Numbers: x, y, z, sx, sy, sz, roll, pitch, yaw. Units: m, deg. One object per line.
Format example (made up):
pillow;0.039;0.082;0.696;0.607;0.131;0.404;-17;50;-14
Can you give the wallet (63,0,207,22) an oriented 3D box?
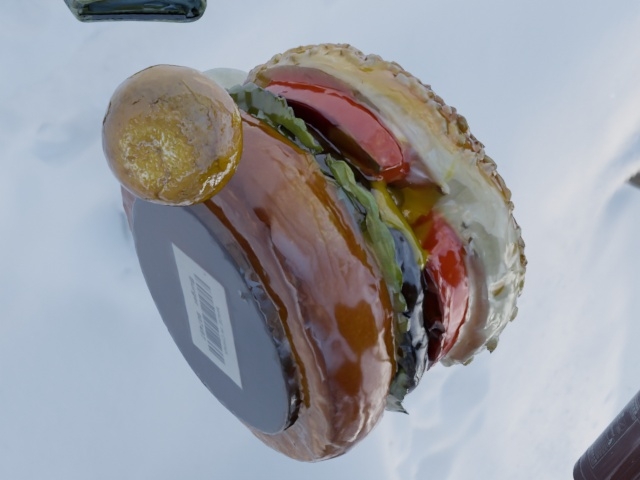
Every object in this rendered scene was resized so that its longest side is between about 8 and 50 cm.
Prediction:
wallet;-0.166;-0.224;0.783;0.110;0.155;0.039;-10;137;-32

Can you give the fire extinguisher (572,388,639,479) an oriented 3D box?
fire extinguisher;0.459;0.270;1.417;0.105;0.105;0.269;-25;151;-45

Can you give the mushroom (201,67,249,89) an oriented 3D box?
mushroom;-0.169;-0.134;1.384;0.202;0.246;0.246;41;81;-40

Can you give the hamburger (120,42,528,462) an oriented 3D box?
hamburger;0.000;0.000;0.876;0.250;0.330;0.329;-28;140;-27

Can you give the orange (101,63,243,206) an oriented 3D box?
orange;-0.086;-0.060;0.586;0.070;0.083;0.083;-58;166;-65
